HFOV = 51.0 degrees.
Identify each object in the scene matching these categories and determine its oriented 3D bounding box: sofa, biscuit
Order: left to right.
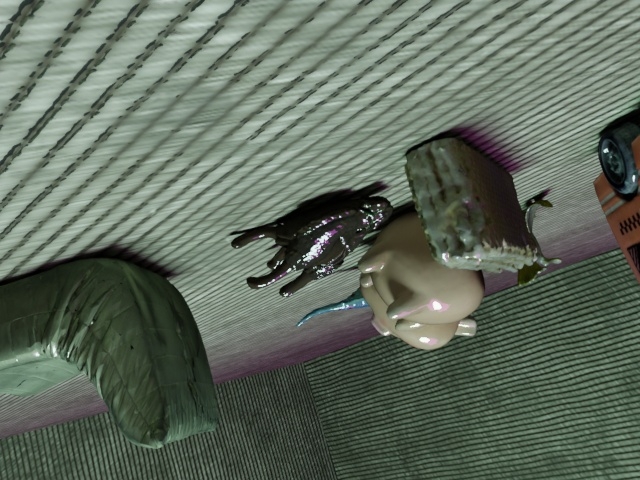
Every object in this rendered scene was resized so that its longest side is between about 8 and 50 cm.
[{"bbox_3d":[-0.237,0.133,0.649,0.226,0.176,0.210,-17,168,-1],"label":"sofa"},{"bbox_3d":[0.152,-0.024,0.648,0.062,0.108,0.239,-21,167,25],"label":"biscuit"}]

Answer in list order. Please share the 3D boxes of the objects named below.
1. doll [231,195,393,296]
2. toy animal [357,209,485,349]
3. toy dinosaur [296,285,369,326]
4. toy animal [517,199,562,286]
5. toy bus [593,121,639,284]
[{"bbox_3d":[0.000,0.000,0.682,0.165,0.057,0.139,-25,163,13],"label":"doll"},{"bbox_3d":[0.126,0.049,0.841,0.154,0.166,0.250,-25,164,-5],"label":"toy animal"},{"bbox_3d":[0.124,0.055,1.046,0.329,0.076,0.144,-23,171,-25],"label":"toy dinosaur"},{"bbox_3d":[0.314,0.011,1.024,0.155,0.095,0.219,-21,161,-46],"label":"toy animal"},{"bbox_3d":[0.401,-0.056,0.559,0.203,0.232,0.427,-17,168,2],"label":"toy bus"}]
